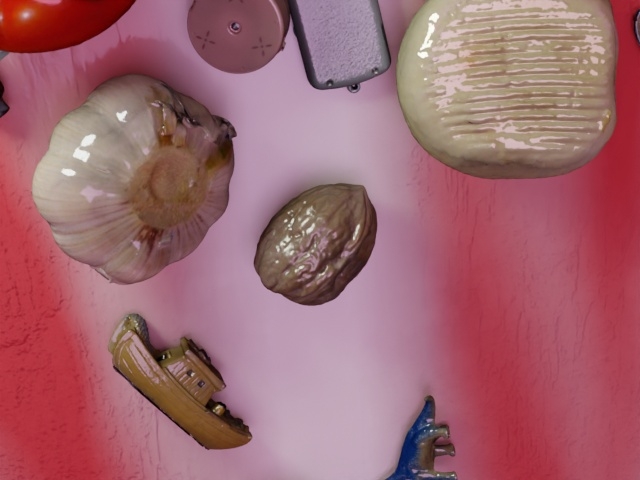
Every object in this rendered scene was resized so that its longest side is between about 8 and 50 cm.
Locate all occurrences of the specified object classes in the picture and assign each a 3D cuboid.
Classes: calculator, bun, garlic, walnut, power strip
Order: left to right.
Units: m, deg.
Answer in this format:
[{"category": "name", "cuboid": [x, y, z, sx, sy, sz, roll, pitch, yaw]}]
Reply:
[{"category": "garlic", "cuboid": [-0.282, -0.092, 1.761, 0.322, 0.241, 0.321, -2, 100, -11]}, {"category": "power strip", "cuboid": [-0.121, -0.333, 1.746, 0.154, 0.078, 0.154, 3, 117, 5]}, {"category": "walnut", "cuboid": [0.001, 0.001, 1.883, 0.178, 0.178, 0.230, 35, 101, -20]}, {"category": "calculator", "cuboid": [0.026, -0.345, 1.792, 0.141, 0.045, 0.246, -16, 114, 0]}, {"category": "bun", "cuboid": [0.299, -0.259, 1.781, 0.361, 0.213, 0.361, 0, 99, 0]}]

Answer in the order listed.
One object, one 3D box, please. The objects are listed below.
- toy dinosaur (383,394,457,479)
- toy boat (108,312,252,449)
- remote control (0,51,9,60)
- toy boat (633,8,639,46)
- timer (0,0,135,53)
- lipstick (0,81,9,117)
[{"category": "toy dinosaur", "cuboid": [0.154, 0.389, 2.128, 0.188, 0.075, 0.247, -10, 121, 5]}, {"category": "toy boat", "cuboid": [-0.233, 0.248, 2.001, 0.121, 0.089, 0.321, -44, 113, -1]}, {"category": "remote control", "cuboid": [-0.492, -0.299, 1.714, 0.162, 0.029, 0.061, -48, 120, -26]}, {"category": "toy boat", "cuboid": [0.530, -0.340, 1.867, 0.038, 0.038, 0.083, -26, 116, 4]}, {"category": "timer", "cuboid": [-0.404, -0.447, 1.565, 0.378, 0.279, 0.378, -2, 114, -4]}, {"category": "lipstick", "cuboid": [-0.598, -0.354, 1.691, 0.077, 0.077, 0.418, -29, 116, 6]}]
